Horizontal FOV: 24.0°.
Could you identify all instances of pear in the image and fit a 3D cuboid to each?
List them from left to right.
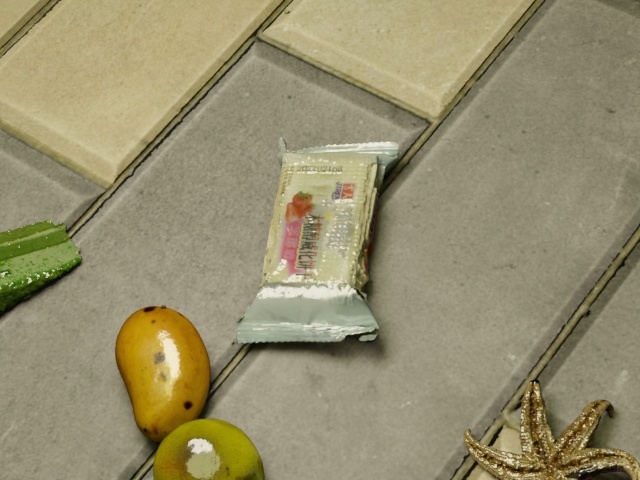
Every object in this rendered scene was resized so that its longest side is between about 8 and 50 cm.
[{"bbox_3d":[-0.140,0.277,1.807,0.141,0.104,0.141,-8,53,11],"label":"pear"}]

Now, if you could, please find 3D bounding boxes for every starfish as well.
[{"bbox_3d":[0.270,0.265,1.760,0.213,0.057,0.238,-5,51,17],"label":"starfish"}]

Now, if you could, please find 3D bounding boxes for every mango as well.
[{"bbox_3d":[-0.196,0.164,1.902,0.115,0.090,0.178,-26,58,5],"label":"mango"}]

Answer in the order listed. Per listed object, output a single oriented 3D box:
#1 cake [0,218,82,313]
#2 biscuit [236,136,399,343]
[{"bbox_3d":[-0.442,0.039,2.033,0.235,0.099,0.100,-32,58,-12],"label":"cake"},{"bbox_3d":[0.005,0.000,1.980,0.186,0.079,0.309,1,55,15],"label":"biscuit"}]
